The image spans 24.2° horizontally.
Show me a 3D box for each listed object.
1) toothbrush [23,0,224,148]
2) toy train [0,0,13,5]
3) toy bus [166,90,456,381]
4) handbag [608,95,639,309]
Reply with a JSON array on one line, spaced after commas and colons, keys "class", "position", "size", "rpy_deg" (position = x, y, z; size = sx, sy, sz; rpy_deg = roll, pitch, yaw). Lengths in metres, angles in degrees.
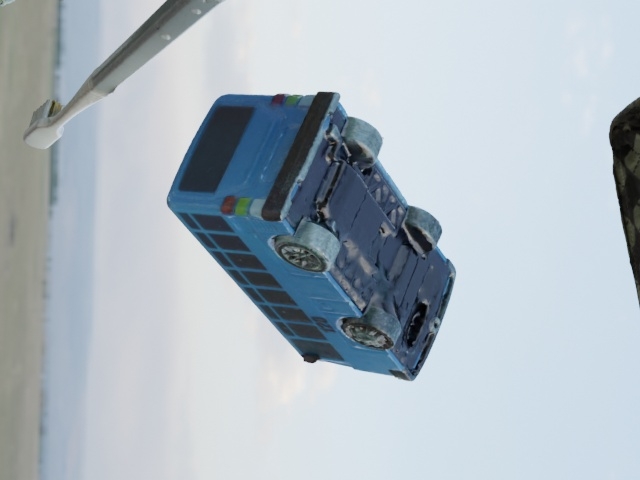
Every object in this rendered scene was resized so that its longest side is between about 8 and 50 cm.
[{"class": "toothbrush", "position": [-0.141, -0.121, 1.041], "size": [0.342, 0.025, 0.030], "rpy_deg": [-23, -130, 58]}, {"class": "toy train", "position": [-0.217, -0.237, 1.094], "size": [0.194, 0.080, 0.125], "rpy_deg": [-76, 158, -73]}, {"class": "toy bus", "position": [0.000, 0.000, 0.874], "size": [0.185, 0.106, 0.090], "rpy_deg": [53, 51, -45]}, {"class": "handbag", "position": [0.496, 0.020, 1.408], "size": [0.180, 0.416, 0.317], "rpy_deg": [121, -30, -69]}]
